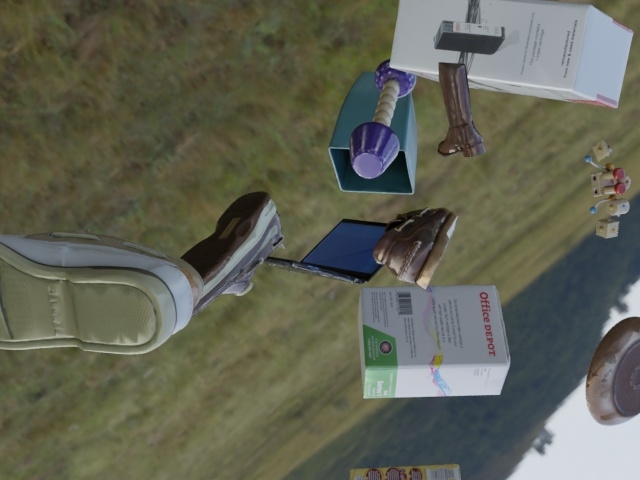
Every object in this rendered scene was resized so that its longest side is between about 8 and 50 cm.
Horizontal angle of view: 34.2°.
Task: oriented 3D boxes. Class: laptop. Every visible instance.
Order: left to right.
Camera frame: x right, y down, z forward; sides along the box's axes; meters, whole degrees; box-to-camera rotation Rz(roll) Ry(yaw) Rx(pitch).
[{"bbox_3d":[0.000,0.000,1.959,0.234,0.264,0.136,7,-98,53],"label":"laptop"}]

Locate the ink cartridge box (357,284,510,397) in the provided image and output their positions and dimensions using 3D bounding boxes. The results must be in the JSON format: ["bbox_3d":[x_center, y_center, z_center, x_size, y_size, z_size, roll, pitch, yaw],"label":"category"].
[{"bbox_3d":[0.219,0.200,2.071,0.117,0.278,0.201,90,-2,-49],"label":"ink cartridge box"}]

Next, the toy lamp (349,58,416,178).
[{"bbox_3d":[0.097,-0.189,1.628,0.080,0.080,0.274,-45,-166,36],"label":"toy lamp"}]

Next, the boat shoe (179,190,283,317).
[{"bbox_3d":[-0.124,0.040,1.426,0.095,0.095,0.257,0,-143,40],"label":"boat shoe"}]

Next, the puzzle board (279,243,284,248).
[{"bbox_3d":[-0.129,-0.039,2.502,0.011,0.128,0.096,-35,-167,-11],"label":"puzzle board"}]

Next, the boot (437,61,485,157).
[{"bbox_3d":[0.154,-0.157,1.228,0.037,0.114,0.106,-22,-168,-17],"label":"boot"}]

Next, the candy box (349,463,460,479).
[{"bbox_3d":[0.145,0.439,1.776,0.053,0.187,0.109,-91,177,-56],"label":"candy box"}]

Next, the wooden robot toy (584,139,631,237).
[{"bbox_3d":[0.524,-0.094,1.835,0.079,0.173,0.076,-8,-177,-30],"label":"wooden robot toy"}]

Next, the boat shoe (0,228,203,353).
[{"bbox_3d":[-0.260,0.046,1.035,0.103,0.302,0.113,-35,132,-62],"label":"boat shoe"}]

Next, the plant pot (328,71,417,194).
[{"bbox_3d":[0.129,-0.245,2.274,0.165,0.166,0.234,71,26,-57],"label":"plant pot"}]

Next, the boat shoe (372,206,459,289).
[{"bbox_3d":[0.107,-0.004,1.150,0.207,0.073,0.073,-34,147,-75],"label":"boat shoe"}]

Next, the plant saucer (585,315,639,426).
[{"bbox_3d":[0.531,0.229,1.782,0.198,0.198,0.036,-41,-145,-23],"label":"plant saucer"}]

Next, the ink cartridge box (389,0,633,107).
[{"bbox_3d":[0.260,-0.264,1.429,0.197,0.273,0.114,0,103,-58],"label":"ink cartridge box"}]
